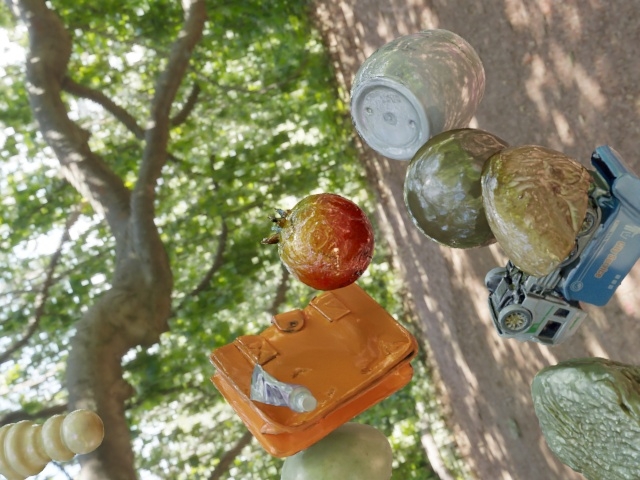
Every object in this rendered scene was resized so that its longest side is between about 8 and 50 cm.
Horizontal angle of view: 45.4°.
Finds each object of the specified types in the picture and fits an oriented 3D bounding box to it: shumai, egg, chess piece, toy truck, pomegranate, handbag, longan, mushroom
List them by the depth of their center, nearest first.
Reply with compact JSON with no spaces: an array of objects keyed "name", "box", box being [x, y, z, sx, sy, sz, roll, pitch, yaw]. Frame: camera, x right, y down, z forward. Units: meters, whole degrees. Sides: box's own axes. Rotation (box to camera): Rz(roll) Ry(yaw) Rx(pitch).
[{"name":"mushroom","box":[0.314,-0.076,1.187,0.151,0.156,0.285,34,-141,-10]},{"name":"chess piece","box":[-0.425,0.321,1.228,0.094,0.171,0.094,-18,-90,-78]},{"name":"shumai","box":[0.504,0.285,1.297,0.261,0.222,0.225,17,121,38]},{"name":"toy truck","box":[0.434,0.018,1.335,0.146,0.175,0.367,-90,22,-58]},{"name":"longan","box":[0.294,-0.099,1.529,0.258,0.258,0.258,159,90,-84]},{"name":"pomegranate","box":[0.000,0.000,1.610,0.210,0.235,0.210,15,-90,-81]},{"name":"egg","box":[0.047,0.517,1.718,0.218,0.295,0.218,25,125,41]},{"name":"handbag","box":[-0.009,0.272,1.718,0.303,0.410,0.116,42,146,36]}]

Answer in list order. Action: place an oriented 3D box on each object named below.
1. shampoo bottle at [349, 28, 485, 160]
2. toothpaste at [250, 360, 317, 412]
[{"name":"shampoo bottle","box":[0.221,-0.333,1.747,0.273,0.266,0.273,24,137,24]},{"name":"toothpaste","box":[-0.079,0.280,1.429,0.301,0.048,0.075,-4,105,66]}]
